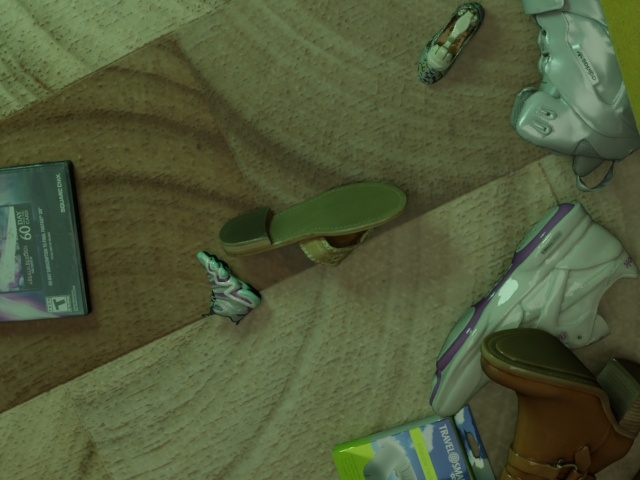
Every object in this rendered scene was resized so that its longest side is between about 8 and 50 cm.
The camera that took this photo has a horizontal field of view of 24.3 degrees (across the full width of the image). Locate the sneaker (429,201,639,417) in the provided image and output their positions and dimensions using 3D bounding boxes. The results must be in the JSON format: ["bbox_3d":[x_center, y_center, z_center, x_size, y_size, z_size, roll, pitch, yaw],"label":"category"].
[{"bbox_3d":[0.250,0.107,1.759,0.152,0.114,0.305,38,103,-3],"label":"sneaker"}]

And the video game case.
[{"bbox_3d":[-0.436,0.009,1.881,0.274,0.026,0.196,-5,98,8],"label":"video game case"}]

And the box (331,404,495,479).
[{"bbox_3d":[0.115,0.281,1.840,0.178,0.042,0.109,-19,96,11],"label":"box"}]

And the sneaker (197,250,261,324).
[{"bbox_3d":[-0.129,0.065,1.841,0.098,0.038,0.069,42,101,0],"label":"sneaker"}]

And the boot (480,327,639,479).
[{"bbox_3d":[0.249,0.222,1.731,0.220,0.283,0.109,-58,45,20],"label":"boot"}]

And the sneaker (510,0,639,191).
[{"bbox_3d":[0.267,-0.231,1.691,0.210,0.137,0.366,-43,94,9],"label":"sneaker"}]

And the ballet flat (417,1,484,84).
[{"bbox_3d":[0.151,-0.234,1.758,0.041,0.041,0.114,37,102,1],"label":"ballet flat"}]

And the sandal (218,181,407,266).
[{"bbox_3d":[0.001,-0.004,1.808,0.240,0.088,0.079,-11,129,16],"label":"sandal"}]

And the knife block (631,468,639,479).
[{"bbox_3d":[0.431,0.270,1.774,0.275,0.088,0.242,-12,96,10],"label":"knife block"}]

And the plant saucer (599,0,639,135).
[{"bbox_3d":[0.461,-0.296,1.609,0.332,0.081,0.333,-21,97,-19],"label":"plant saucer"}]
